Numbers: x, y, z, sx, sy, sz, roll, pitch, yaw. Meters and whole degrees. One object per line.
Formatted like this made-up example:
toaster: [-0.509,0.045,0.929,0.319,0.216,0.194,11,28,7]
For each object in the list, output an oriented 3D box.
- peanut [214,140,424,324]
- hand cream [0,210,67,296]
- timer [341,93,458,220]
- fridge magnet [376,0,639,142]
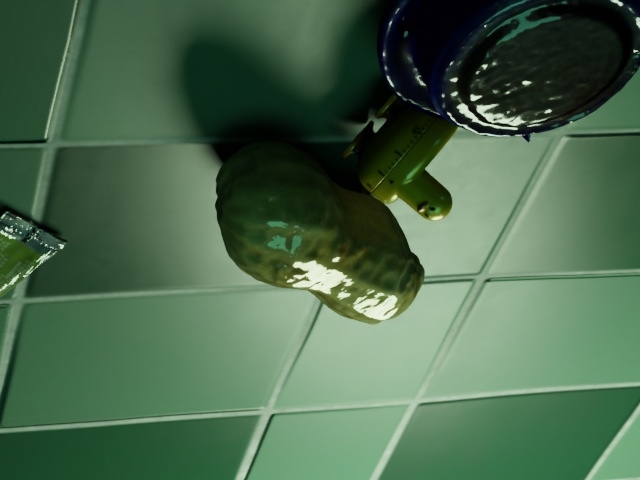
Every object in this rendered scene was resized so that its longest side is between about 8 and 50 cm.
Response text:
peanut: [0.000,0.000,1.838,0.130,0.130,0.290,-33,142,25]
hand cream: [-0.353,0.053,1.851,0.235,0.055,0.086,-38,144,18]
timer: [0.087,-0.075,1.771,0.109,0.107,0.107,41,130,-1]
fridge magnet: [0.178,-0.183,1.649,0.265,0.113,0.265,-11,145,-8]
